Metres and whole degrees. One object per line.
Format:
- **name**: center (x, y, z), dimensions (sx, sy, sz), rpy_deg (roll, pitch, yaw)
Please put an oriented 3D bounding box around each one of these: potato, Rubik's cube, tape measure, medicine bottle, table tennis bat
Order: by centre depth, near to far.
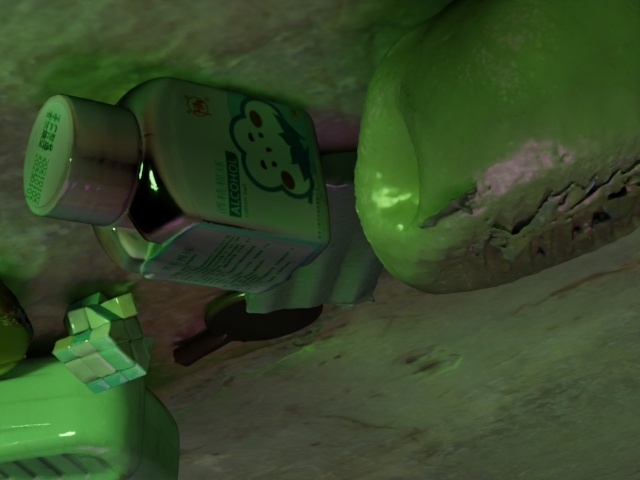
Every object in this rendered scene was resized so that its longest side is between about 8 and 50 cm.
- **medicine bottle**: center (-0.095, -0.039, 0.890), dimensions (0.188, 0.119, 0.094), rpy_deg (10, 148, -34)
- **potato**: center (-0.304, 0.071, 1.134), dimensions (0.120, 0.054, 0.198), rpy_deg (-10, 159, -6)
- **Rubik's cube**: center (-0.188, 0.080, 1.168), dimensions (0.075, 0.073, 0.084), rpy_deg (-8, 130, 15)
- **table tennis bat**: center (-0.066, 0.124, 1.234), dimensions (0.170, 0.119, 0.107), rpy_deg (-29, 147, 33)
- **tape measure**: center (-0.274, 0.189, 1.303), dimensions (0.243, 0.125, 0.246), rpy_deg (-6, 152, 11)

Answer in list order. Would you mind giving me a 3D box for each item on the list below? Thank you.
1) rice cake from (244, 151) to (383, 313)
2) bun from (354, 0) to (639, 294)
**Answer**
- **rice cake**: center (0.000, 0.000, 1.087), dimensions (0.127, 0.043, 0.237), rpy_deg (-3, 153, -9)
- **bun**: center (0.141, -0.074, 0.849), dimensions (0.273, 0.168, 0.273), rpy_deg (-18, 161, -6)
